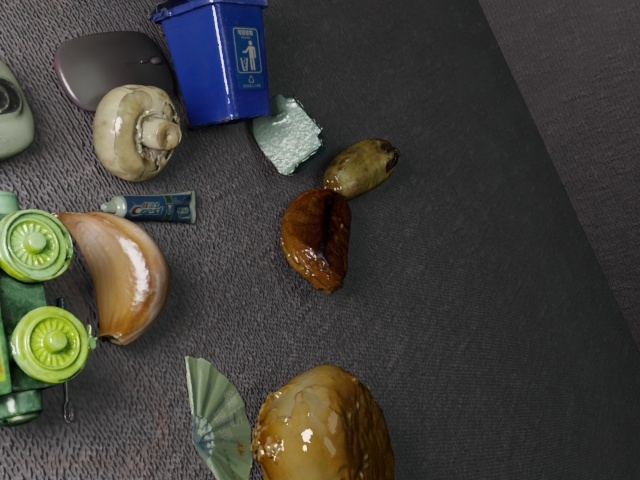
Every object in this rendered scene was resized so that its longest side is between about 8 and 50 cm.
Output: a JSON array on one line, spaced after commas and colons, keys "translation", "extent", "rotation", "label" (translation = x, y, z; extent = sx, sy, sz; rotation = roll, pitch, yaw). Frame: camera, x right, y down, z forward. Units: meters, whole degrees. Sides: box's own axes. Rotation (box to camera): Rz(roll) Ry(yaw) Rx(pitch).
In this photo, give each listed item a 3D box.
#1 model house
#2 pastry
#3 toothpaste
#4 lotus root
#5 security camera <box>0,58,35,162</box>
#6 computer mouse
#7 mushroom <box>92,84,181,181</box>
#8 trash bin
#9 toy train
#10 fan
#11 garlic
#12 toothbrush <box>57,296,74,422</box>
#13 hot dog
[{"translation": [-0.053, -0.201, 1.519], "extent": [0.148, 0.119, 0.149], "rotation": [50, 7, 11], "label": "model house"}, {"translation": [-0.002, 0.357, 1.209], "extent": [0.284, 0.184, 0.315], "rotation": [-55, 129, -61], "label": "pastry"}, {"translation": [-0.263, -0.052, 1.197], "extent": [0.197, 0.035, 0.057], "rotation": [-4, 92, -56], "label": "toothpaste"}, {"translation": [0.082, -0.155, 1.676], "extent": [0.258, 0.097, 0.110], "rotation": [-32, 92, -48], "label": "lotus root"}, {"translation": [-0.482, -0.142, 0.906], "extent": [0.301, 0.080, 0.157], "rotation": [-30, 98, -53], "label": "security camera"}, {"translation": [-0.317, -0.269, 1.212], "extent": [0.232, 0.057, 0.120], "rotation": [-30, 98, -55], "label": "computer mouse"}, {"translation": [-0.266, -0.161, 1.151], "extent": [0.154, 0.123, 0.154], "rotation": [-35, 131, -53], "label": "mushroom"}, {"translation": [-0.185, -0.318, 1.342], "extent": [0.162, 0.184, 0.234], "rotation": [-20, 102, -53], "label": "trash bin"}, {"translation": [-0.383, 0.076, 0.860], "extent": [0.188, 0.159, 0.271], "rotation": [0, 73, -48], "label": "toy train"}, {"translation": [-0.156, 0.286, 1.193], "extent": [0.131, 0.009, 0.240], "rotation": [-17, 87, -58], "label": "fan"}, {"translation": [-0.277, 0.034, 1.079], "extent": [0.206, 0.128, 0.115], "rotation": [63, 10, 2], "label": "garlic"}, {"translation": [-0.334, 0.155, 1.006], "extent": [0.011, 0.014, 0.167], "rotation": [7, 67, -43], "label": "toothbrush"}, {"translation": [0.001, -0.002, 1.476], "extent": [0.160, 0.099, 0.227], "rotation": [49, 38, -28], "label": "hot dog"}]
